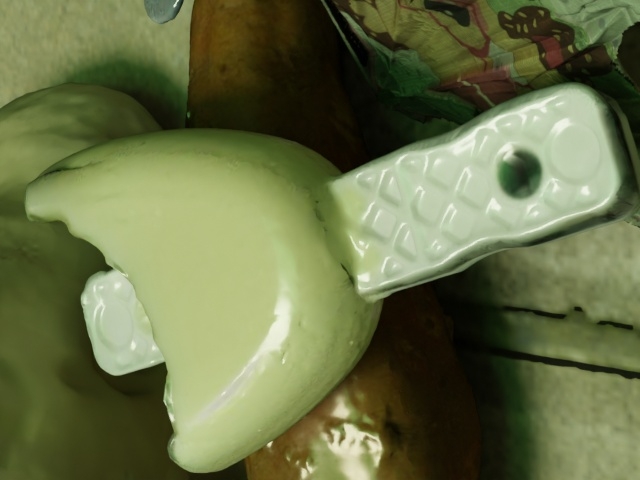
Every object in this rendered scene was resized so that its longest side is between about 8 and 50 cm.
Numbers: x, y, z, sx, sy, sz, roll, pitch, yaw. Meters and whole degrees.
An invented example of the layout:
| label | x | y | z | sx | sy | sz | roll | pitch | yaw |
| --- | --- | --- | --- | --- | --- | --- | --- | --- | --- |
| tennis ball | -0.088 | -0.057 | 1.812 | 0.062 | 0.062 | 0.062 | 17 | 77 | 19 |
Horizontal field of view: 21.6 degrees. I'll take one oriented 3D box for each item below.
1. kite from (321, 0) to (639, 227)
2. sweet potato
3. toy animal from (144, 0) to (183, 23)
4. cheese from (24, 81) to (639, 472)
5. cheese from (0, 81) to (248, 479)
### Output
| label | x | y | z | sx | sy | sz | roll | pitch | yaw |
| --- | --- | --- | --- | --- | --- | --- | --- | --- | --- |
| kite | 0.067 | -0.059 | 0.535 | 0.323 | 0.013 | 0.268 | 37 | 169 | -12 |
| sweet potato | 0.007 | 0.049 | 0.645 | 0.106 | 0.095 | 0.354 | -179 | 78 | -80 |
| toy animal | -0.051 | -0.213 | 0.622 | 0.239 | 0.176 | 0.255 | 45 | 153 | 55 |
| cheese | -0.001 | 0.000 | 0.561 | 0.235 | 0.050 | 0.127 | -21 | 81 | 34 |
| cheese | -0.112 | 0.075 | 0.732 | 0.174 | 0.251 | 0.248 | -13 | 128 | 30 |
